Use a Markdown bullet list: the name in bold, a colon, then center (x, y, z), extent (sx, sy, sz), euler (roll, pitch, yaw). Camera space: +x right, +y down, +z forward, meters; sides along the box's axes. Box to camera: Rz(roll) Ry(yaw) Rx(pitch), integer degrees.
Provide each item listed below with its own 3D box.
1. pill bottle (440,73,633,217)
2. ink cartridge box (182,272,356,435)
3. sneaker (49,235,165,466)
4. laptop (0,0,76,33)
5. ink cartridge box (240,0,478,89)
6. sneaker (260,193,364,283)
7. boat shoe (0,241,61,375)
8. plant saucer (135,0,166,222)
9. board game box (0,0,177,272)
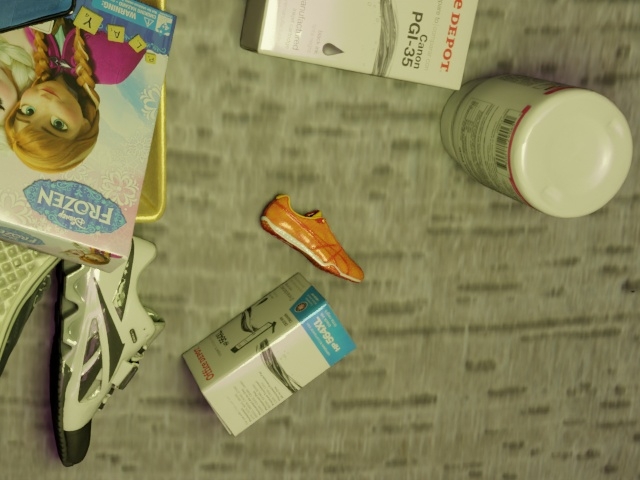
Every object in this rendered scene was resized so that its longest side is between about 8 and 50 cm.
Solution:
- **pill bottle**: center (0.270, -0.134, 1.527), extent (0.160, 0.283, 0.160), euler (-4, 105, -15)
- **ink cartridge box**: center (-0.072, 0.150, 1.569), extent (0.203, 0.148, 0.086), euler (-35, 111, -6)
- **sneaker**: center (-0.276, 0.146, 1.518), extent (0.146, 0.122, 0.331), euler (3, 110, -21)
- **laptop**: center (-0.432, -0.404, 1.107), extent (0.381, 0.236, 0.408), euler (-9, 119, 19)
- **ink cartridge box**: center (0.058, -0.322, 1.507), extent (0.282, 0.117, 0.207), euler (8, 101, -18)
- **sneaker**: center (0.000, 0.000, 1.601), extent (0.175, 0.064, 0.067), euler (38, 81, -24)
- **boat shoe**: center (-0.400, 0.026, 1.360), extent (0.186, 0.156, 0.500), euler (24, 81, -18)
- **plant saucer**: center (-0.361, -0.187, 1.438), extent (0.332, 0.081, 0.333), euler (-2, 104, -17)
- **board game box**: center (-0.338, -0.159, 1.281), extent (0.318, 0.066, 0.318), euler (17, 66, -24)
